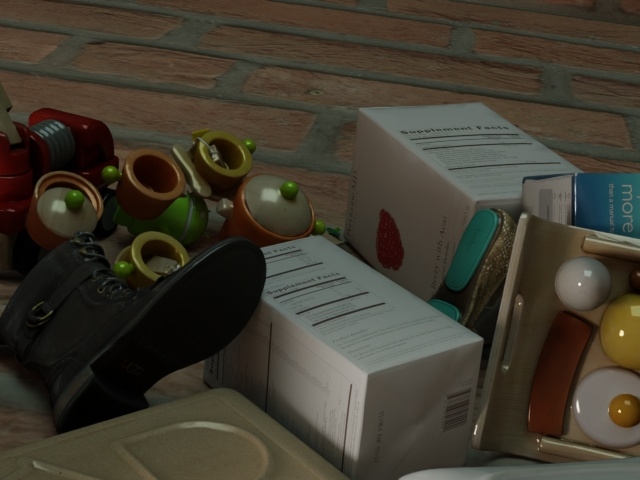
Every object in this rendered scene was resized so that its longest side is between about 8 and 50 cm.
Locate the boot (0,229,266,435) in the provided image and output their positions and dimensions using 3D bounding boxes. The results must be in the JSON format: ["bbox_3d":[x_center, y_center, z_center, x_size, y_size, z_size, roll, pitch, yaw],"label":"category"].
[{"bbox_3d":[-0.191,0.051,1.234,0.263,0.091,0.229,-43,39,0],"label":"boot"}]

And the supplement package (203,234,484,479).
[{"bbox_3d":[0.013,0.109,1.225,0.133,0.139,0.244,-13,31,-34],"label":"supplement package"}]

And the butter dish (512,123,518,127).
[{"bbox_3d":[0.168,-0.081,1.741,0.160,0.118,0.160,-3,-15,-17],"label":"butter dish"}]

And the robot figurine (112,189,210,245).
[{"bbox_3d":[-0.184,-0.032,1.573,0.115,0.067,0.101,14,49,-19],"label":"robot figurine"}]

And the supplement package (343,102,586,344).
[{"bbox_3d":[0.168,-0.028,1.527,0.175,0.178,0.293,-5,25,-23],"label":"supplement package"}]

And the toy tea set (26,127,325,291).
[{"bbox_3d":[-0.151,-0.041,1.457,0.336,0.124,0.200,-21,68,-43],"label":"toy tea set"}]

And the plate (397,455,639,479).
[{"bbox_3d":[0.232,0.250,0.984,0.277,0.045,0.278,3,32,-30],"label":"plate"}]

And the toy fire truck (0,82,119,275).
[{"bbox_3d":[-0.334,-0.113,1.506,0.158,0.246,0.217,15,25,17],"label":"toy fire truck"}]

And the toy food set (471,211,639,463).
[{"bbox_3d":[0.305,0.110,1.179,0.306,0.220,0.092,12,-3,11],"label":"toy food set"}]

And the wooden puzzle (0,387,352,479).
[{"bbox_3d":[-0.103,0.237,0.992,0.347,0.081,0.322,-8,27,-39],"label":"wooden puzzle"}]

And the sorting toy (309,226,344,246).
[{"bbox_3d":[0.000,0.000,1.628,0.083,0.012,0.062,-16,27,-34],"label":"sorting toy"}]

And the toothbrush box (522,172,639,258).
[{"bbox_3d":[0.361,0.040,1.346,0.295,0.216,0.126,0,1,-17],"label":"toothbrush box"}]

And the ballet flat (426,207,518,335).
[{"bbox_3d":[0.144,0.068,1.334,0.067,0.206,0.073,30,3,-33],"label":"ballet flat"}]
